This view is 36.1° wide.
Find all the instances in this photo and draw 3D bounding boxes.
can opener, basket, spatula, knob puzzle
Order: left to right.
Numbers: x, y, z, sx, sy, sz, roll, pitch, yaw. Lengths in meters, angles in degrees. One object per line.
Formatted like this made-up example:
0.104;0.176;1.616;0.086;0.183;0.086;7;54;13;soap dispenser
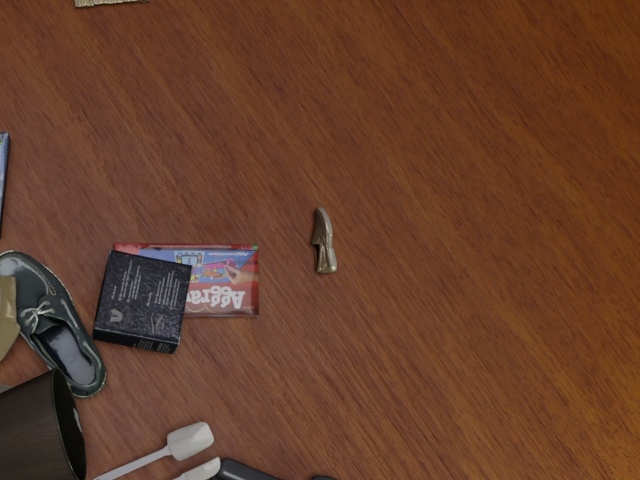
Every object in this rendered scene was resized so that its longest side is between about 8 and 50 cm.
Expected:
-0.634;0.156;1.797;0.213;0.030;0.213;0;91;10;knob puzzle
-0.542;0.345;1.699;0.227;0.154;0.204;-14;82;-2;basket
-0.292;0.455;1.822;0.242;0.019;0.168;-24;86;3;spatula
-0.066;0.476;1.887;0.284;0.076;0.095;24;43;-8;can opener

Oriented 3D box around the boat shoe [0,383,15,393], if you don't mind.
-0.636;0.314;1.785;0.206;0.075;0.064;-9;125;-20;boat shoe

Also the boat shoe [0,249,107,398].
-0.499;0.149;1.815;0.116;0.099;0.319;-32;89;-17;boat shoe

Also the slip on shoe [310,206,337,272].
0.000;0.000;1.990;0.041;0.051;0.135;-9;90;-17;slip on shoe

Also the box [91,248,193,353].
-0.331;0.116;1.828;0.158;0.093;0.155;12;69;-12;box

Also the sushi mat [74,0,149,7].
-0.455;-0.630;2.012;0.152;0.019;0.316;-11;83;-14;sushi mat

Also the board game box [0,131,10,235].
-0.667;-0.093;1.840;0.194;0.060;0.194;-10;81;-15;board game box

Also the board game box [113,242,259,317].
-0.262;0.079;1.924;0.282;0.027;0.145;0;81;-13;board game box
